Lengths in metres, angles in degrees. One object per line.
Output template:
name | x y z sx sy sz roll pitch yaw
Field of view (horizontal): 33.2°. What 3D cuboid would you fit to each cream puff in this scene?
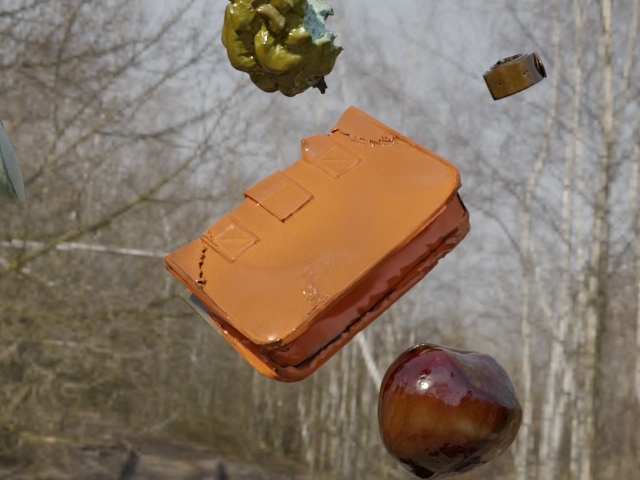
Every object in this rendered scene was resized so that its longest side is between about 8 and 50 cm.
cream puff | -0.050 -0.237 1.175 0.121 0.156 0.156 -28 -21 18

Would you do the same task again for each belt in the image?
belt | 0.192 -0.165 1.064 0.059 0.036 0.083 -23 8 14

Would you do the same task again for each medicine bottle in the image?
medicine bottle | -0.481 -0.098 1.440 0.143 0.147 0.147 -18 -6 -9

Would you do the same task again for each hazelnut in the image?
hazelnut | 0.158 0.214 1.330 0.178 0.177 0.204 5 0 1

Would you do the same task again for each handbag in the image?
handbag | 0.000 0.000 1.628 0.303 0.410 0.116 37 -20 39
